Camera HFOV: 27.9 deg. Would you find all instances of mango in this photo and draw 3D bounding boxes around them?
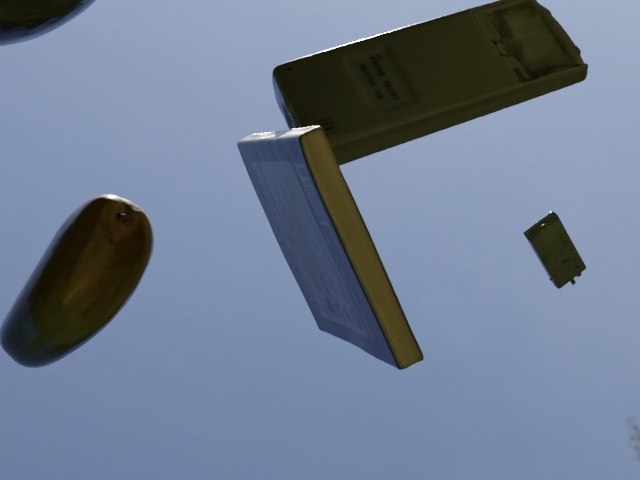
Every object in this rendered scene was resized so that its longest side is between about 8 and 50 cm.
[{"bbox_3d":[-0.229,0.043,1.198,0.092,0.195,0.130,39,-154,-15],"label":"mango"}]

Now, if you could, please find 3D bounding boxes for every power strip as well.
[{"bbox_3d":[0.300,0.017,1.637,0.136,0.051,0.019,51,-179,-44],"label":"power strip"}]

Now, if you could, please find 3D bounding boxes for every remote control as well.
[{"bbox_3d":[0.104,-0.152,1.205,0.285,0.038,0.123,-20,-126,-13],"label":"remote control"}]

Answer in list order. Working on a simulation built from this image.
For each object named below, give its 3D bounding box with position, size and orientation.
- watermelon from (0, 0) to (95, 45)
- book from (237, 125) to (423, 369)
[{"bbox_3d":[-0.342,-0.348,1.360,0.279,0.279,0.359,45,-125,-7],"label":"watermelon"},{"bbox_3d":[0.000,0.000,1.109,0.027,0.264,0.202,-27,-81,-11],"label":"book"}]
